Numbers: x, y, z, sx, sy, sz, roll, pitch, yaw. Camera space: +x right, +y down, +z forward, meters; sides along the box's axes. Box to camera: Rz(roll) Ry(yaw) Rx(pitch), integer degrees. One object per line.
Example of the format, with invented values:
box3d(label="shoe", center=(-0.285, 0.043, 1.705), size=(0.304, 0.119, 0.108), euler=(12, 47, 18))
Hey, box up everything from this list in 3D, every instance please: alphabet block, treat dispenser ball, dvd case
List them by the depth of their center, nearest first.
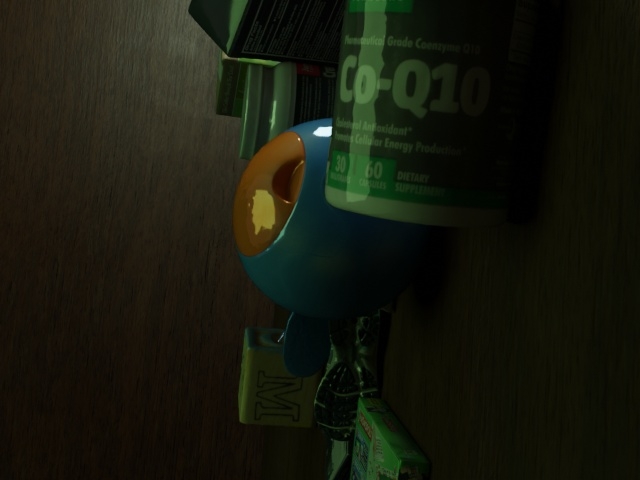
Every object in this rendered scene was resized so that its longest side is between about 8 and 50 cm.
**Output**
box3d(label="treat dispenser ball", center=(0.018, -0.030, 1.271), size=(0.288, 0.288, 0.288), euler=(-175, 90, -82))
box3d(label="dvd case", center=(0.041, 0.382, 1.768), size=(0.238, 0.030, 0.179), euler=(108, 165, -56))
box3d(label="alphabet block", center=(-0.102, 0.341, 2.237), size=(0.192, 0.194, 0.197), euler=(-116, 32, -79))

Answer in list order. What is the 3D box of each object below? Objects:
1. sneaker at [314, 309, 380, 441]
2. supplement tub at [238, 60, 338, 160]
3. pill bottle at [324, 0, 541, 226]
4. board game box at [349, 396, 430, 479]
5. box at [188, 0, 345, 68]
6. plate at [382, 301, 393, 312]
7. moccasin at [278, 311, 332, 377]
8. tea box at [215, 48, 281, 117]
box3d(label="sneaker", center=(0.063, 0.213, 1.562), size=(0.122, 0.110, 0.282), euler=(-41, -38, -75))
box3d(label="supplement tub", center=(0.000, -0.214, 1.577), size=(0.191, 0.272, 0.191), euler=(-174, 90, -82))
box3d(label="pill bottle", center=(0.122, -0.205, 0.938), size=(0.204, 0.204, 0.360), euler=(-129, 44, -79))
box3d(label="board game box", center=(0.093, 0.380, 1.331), size=(0.317, 0.046, 0.213), euler=(-142, 59, -81))
box3d(label="box", center=(-0.037, -0.482, 1.585), size=(0.182, 0.294, 0.296), euler=(50, 127, 35))
box3d(label="plate", center=(0.006, -0.019, 1.533), size=(0.045, 0.278, 0.277), euler=(-53, 20, 21))
box3d(label="moccasin", center=(0.009, 0.127, 1.917), size=(0.117, 0.138, 0.341), euler=(-154, 83, -86))
box3d(label="tea box", center=(-0.076, -0.471, 2.119), size=(0.220, 0.324, 0.328), euler=(110, 163, -61))
